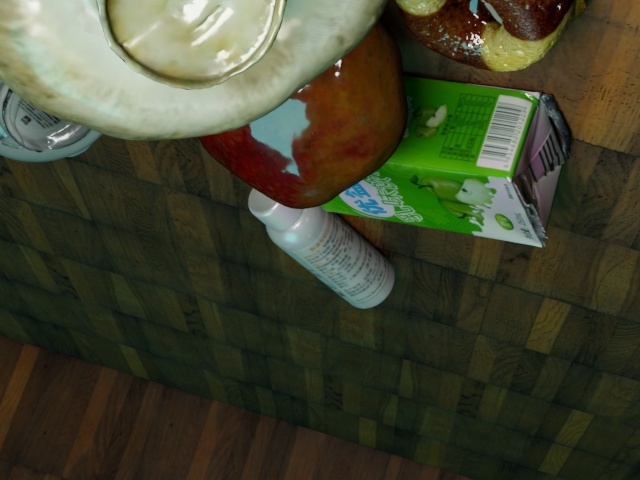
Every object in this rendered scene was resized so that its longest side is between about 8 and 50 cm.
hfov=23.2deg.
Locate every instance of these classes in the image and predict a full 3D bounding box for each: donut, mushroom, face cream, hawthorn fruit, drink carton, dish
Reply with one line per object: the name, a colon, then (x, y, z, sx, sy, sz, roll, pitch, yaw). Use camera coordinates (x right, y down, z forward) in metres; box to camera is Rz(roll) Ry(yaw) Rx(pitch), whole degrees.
donut: (0.135, -0.206, 1.301, 0.166, 0.073, 0.184, 16, 160, 15)
mushroom: (-0.098, -0.230, 1.067, 0.352, 0.352, 0.260, 28, -157, -27)
face cream: (0.000, 0.000, 2.001, 0.082, 0.082, 0.269, 4, 156, 37)
hawthorn fruit: (-0.030, -0.152, 1.403, 0.208, 0.208, 0.248, 12, 158, 19)
drink carton: (0.112, -0.087, 1.601, 0.271, 0.108, 0.161, 11, 158, 25)
dish: (-0.294, -0.166, 1.631, 0.078, 0.224, 0.246, 59, 174, 51)
